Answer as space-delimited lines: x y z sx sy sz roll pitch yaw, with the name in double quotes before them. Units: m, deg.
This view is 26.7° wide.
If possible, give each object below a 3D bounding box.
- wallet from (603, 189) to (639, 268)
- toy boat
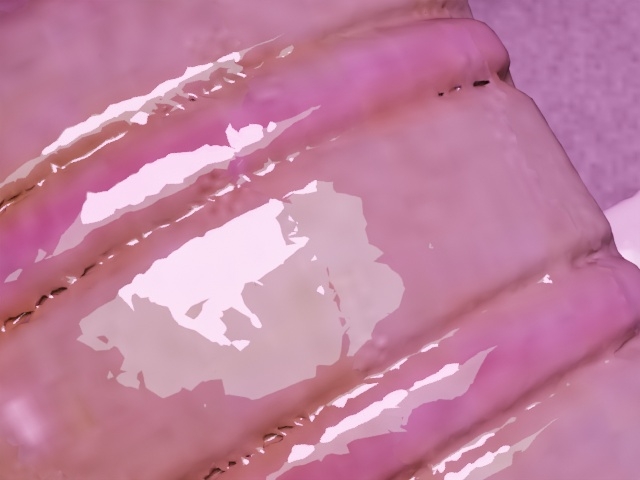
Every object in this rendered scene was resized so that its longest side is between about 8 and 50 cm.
"wallet" 0.177 0.017 0.456 0.183 0.032 0.124 -26 81 -14
"toy boat" -0.025 -0.022 0.364 0.276 0.111 0.294 -8 71 -10
